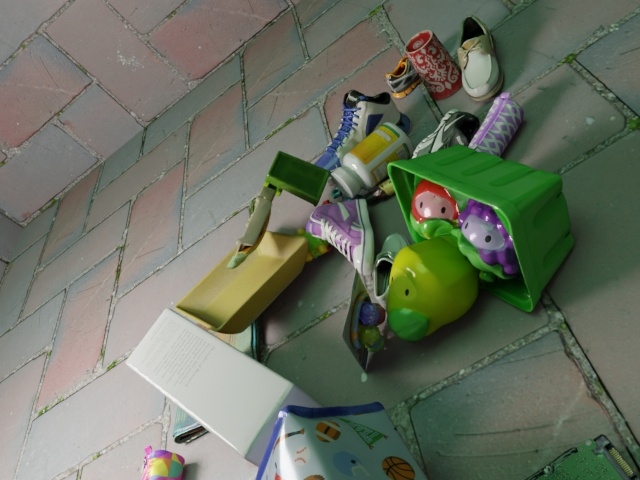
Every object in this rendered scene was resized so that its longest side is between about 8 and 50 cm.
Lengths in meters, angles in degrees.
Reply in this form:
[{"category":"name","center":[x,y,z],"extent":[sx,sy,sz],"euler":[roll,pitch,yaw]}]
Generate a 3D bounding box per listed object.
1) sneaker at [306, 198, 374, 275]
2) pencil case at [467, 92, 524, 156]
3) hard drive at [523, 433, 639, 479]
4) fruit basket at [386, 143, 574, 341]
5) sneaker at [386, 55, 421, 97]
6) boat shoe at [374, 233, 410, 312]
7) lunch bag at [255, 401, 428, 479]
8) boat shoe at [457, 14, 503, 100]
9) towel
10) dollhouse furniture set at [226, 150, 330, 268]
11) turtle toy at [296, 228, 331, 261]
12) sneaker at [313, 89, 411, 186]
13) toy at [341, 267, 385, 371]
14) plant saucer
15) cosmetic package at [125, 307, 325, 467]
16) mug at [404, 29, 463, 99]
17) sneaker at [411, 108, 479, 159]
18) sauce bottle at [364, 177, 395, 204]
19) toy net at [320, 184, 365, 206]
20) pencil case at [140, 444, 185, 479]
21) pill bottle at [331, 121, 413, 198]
[{"category":"sneaker","center":[0.047,-0.003,1.497],"extent":[0.161,0.102,0.282],"euler":[-3,31,-2]},{"category":"pencil case","center":[0.396,-0.241,1.437],"extent":[0.086,0.088,0.206],"euler":[15,65,50]},{"category":"hard drive","center":[0.319,0.452,0.832],"extent":[0.339,0.064,0.237],"euler":[-40,35,9]},{"category":"fruit basket","center":[0.251,0.012,1.205],"extent":[0.392,0.282,0.392],"euler":[-18,32,12]},{"category":"sneaker","center":[0.285,-0.530,1.852],"extent":[0.215,0.083,0.084],"euler":[-48,33,-5]},{"category":"boat shoe","center":[0.162,0.058,1.387],"extent":[0.083,0.076,0.226],"euler":[-26,39,26]},{"category":"lunch bag","center":[0.011,0.498,0.931],"extent":[0.328,0.239,0.385],"euler":[57,134,54]},{"category":"boat shoe","center":[0.417,-0.496,1.659],"extent":[0.113,0.103,0.302],"euler":[-24,40,28]},{"category":"towel","center":[-0.269,0.320,1.605],"extent":[0.271,0.040,0.370],"euler":[-31,37,19]},{"category":"dollhouse furniture set","center":[-0.113,-0.052,1.631],"extent":[0.197,0.151,0.301],"euler":[127,166,-64]},{"category":"turtle toy","center":[0.000,0.000,1.622],"extent":[0.130,0.066,0.095],"euler":[-27,65,25]},{"category":"sneaker","center":[0.089,-0.312,1.704],"extent":[0.315,0.182,0.127],"euler":[-38,36,-7]},{"category":"toy","center":[0.099,0.167,1.221],"extent":[0.056,0.237,0.136],"euler":[6,64,15]},{"category":"plant saucer","center":[-0.200,0.117,1.642],"extent":[0.333,0.081,0.333],"euler":[-46,24,-19]},{"category":"cosmetic package","center":[-0.188,0.324,1.297],"extent":[0.453,0.230,0.161],"euler":[19,68,44]},{"category":"mug","center":[0.305,-0.496,1.719],"extent":[0.113,0.169,0.150],"euler":[-48,35,-2]},{"category":"sneaker","center":[0.313,-0.235,1.526],"extent":[0.234,0.078,0.106],"euler":[-51,32,-12]},{"category":"sauce bottle","center":[0.174,-0.135,1.601],"extent":[0.128,0.042,0.042],"euler":[-31,37,19]},{"category":"toy net","center":[0.052,-0.135,1.731],"extent":[0.122,0.045,0.232],"euler":[-36,34,17]},{"category":"pencil case","center":[-0.379,0.594,1.388],"extent":[0.104,0.104,0.236],"euler":[-27,40,26]},{"category":"pill bottle","center":[0.134,-0.208,1.624],"extent":[0.208,0.117,0.117],"euler":[-41,34,-10]}]
